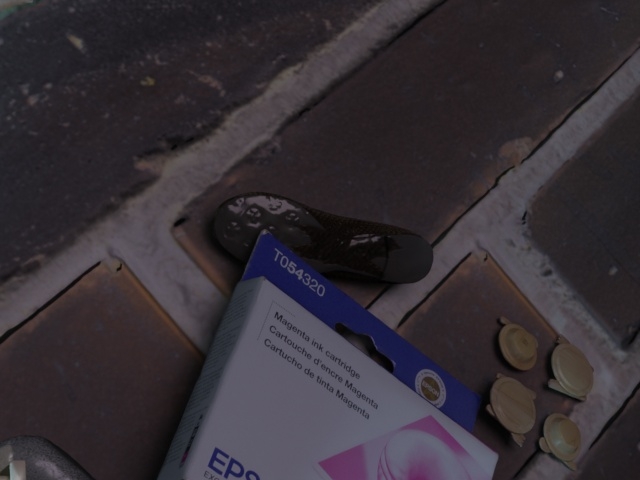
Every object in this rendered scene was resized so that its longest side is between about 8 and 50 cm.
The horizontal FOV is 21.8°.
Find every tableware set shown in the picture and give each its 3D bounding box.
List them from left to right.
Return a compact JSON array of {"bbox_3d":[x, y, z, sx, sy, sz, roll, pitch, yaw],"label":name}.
[{"bbox_3d":[0.242,0.163,1.823,0.141,0.020,0.169,33,48,-22],"label":"tableware set"}]

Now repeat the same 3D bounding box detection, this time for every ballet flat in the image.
[{"bbox_3d":[0.000,0.000,1.736,0.249,0.058,0.084,9,98,-23],"label":"ballet flat"}]

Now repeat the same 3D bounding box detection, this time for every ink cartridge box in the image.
[{"bbox_3d":[0.027,0.190,1.613,0.324,0.071,0.330,37,51,-21],"label":"ink cartridge box"}]

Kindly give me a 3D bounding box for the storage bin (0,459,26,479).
[{"bbox_3d":[-0.312,0.325,1.229,0.123,0.260,0.262,5,64,-28],"label":"storage bin"}]

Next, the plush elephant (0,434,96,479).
[{"bbox_3d":[-0.172,0.367,1.333,0.330,0.272,0.255,38,84,28],"label":"plush elephant"}]
